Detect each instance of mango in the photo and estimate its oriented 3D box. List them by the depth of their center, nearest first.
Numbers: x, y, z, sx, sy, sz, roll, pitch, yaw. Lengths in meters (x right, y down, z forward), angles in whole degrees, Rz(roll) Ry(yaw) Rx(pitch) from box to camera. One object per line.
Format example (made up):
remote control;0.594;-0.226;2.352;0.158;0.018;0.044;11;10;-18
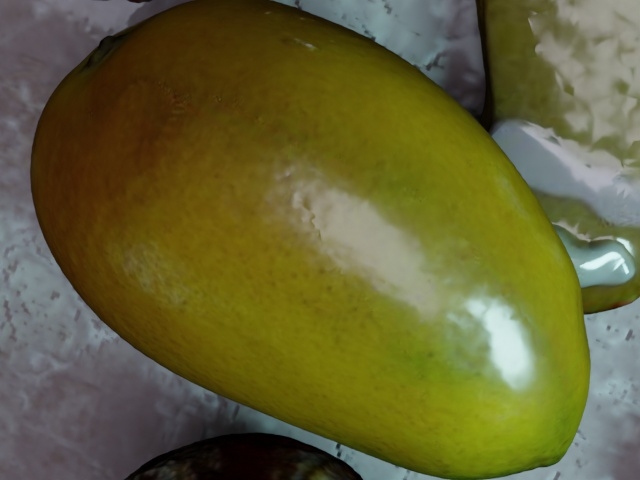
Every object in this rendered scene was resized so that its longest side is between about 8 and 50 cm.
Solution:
mango;-0.003;-0.005;0.788;0.254;0.139;0.175;24;147;21

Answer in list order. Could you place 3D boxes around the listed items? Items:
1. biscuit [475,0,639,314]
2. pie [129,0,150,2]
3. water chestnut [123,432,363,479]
biscuit;0.132;-0.173;0.783;0.283;0.064;0.432;-7;107;9
pie;-0.093;-0.176;0.823;0.154;0.036;0.154;2;108;6
water chestnut;-0.038;0.201;0.845;0.238;0.223;0.224;-1;108;22
